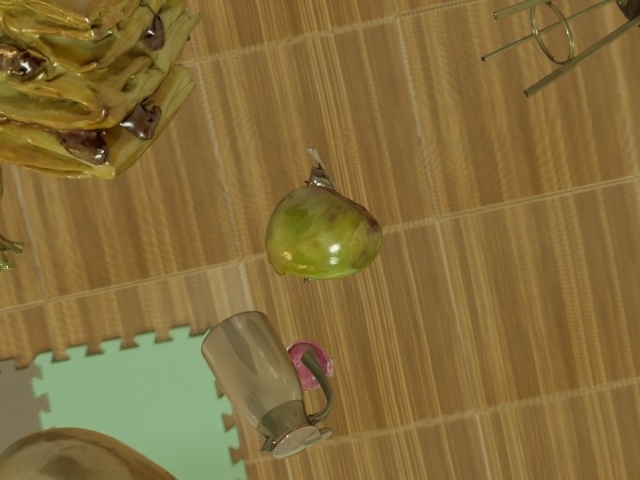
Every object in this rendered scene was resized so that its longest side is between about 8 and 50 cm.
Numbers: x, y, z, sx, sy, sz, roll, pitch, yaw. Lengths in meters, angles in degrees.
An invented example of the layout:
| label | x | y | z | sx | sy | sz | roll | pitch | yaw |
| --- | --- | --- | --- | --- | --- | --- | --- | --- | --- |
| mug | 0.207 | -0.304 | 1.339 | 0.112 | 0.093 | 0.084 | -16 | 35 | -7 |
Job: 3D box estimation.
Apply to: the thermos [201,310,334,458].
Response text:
| label | x | y | z | sx | sy | sz | roll | pitch | yaw |
| --- | --- | --- | --- | --- | --- | --- | --- | --- | --- |
| thermos | -0.057 | 0.192 | 1.235 | 0.137 | 0.105 | 0.193 | -16 | 52 | -26 |

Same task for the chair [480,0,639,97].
| label | x | y | z | sx | sy | sz | roll | pitch | yaw |
| --- | --- | --- | --- | --- | --- | --- | --- | --- | --- |
| chair | 0.294 | -0.255 | 1.045 | 0.221 | 0.104 | 0.095 | -24 | 135 | -10 |

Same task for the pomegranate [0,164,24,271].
| label | x | y | z | sx | sy | sz | roll | pitch | yaw |
| --- | --- | --- | --- | --- | --- | --- | --- | --- | --- |
| pomegranate | -0.605 | -0.079 | 1.549 | 0.285 | 0.231 | 0.231 | 28 | 96 | -4 |

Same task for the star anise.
| label | x | y | z | sx | sy | sz | roll | pitch | yaw |
| --- | --- | --- | --- | --- | --- | --- | --- | --- | --- |
| star anise | 0.005 | -0.046 | 1.751 | 0.081 | 0.230 | 0.263 | 2 | 85 | 12 |

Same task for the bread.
| label | x | y | z | sx | sy | sz | roll | pitch | yaw |
| --- | --- | --- | --- | --- | --- | --- | --- | --- | --- |
| bread | -0.287 | -0.258 | 1.013 | 0.314 | 0.192 | 0.370 | 11 | 54 | 12 |

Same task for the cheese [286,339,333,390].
| label | x | y | z | sx | sy | sz | roll | pitch | yaw |
| --- | --- | --- | --- | --- | --- | --- | --- | --- | --- |
| cheese | -0.043 | 0.222 | 1.672 | 0.145 | 0.038 | 0.095 | 4 | 101 | 24 |

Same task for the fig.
| label | x | y | z | sx | sy | sz | roll | pitch | yaw |
| --- | --- | --- | --- | --- | --- | --- | --- | --- | --- |
| fig | 0.005 | -0.010 | 1.210 | 0.152 | 0.136 | 0.121 | 5 | 99 | 1 |

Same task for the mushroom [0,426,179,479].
| label | x | y | z | sx | sy | sz | roll | pitch | yaw |
| --- | --- | --- | --- | --- | --- | --- | --- | --- | --- |
| mushroom | -0.270 | 0.365 | 1.017 | 0.297 | 0.297 | 0.290 | 33 | 77 | -3 |
